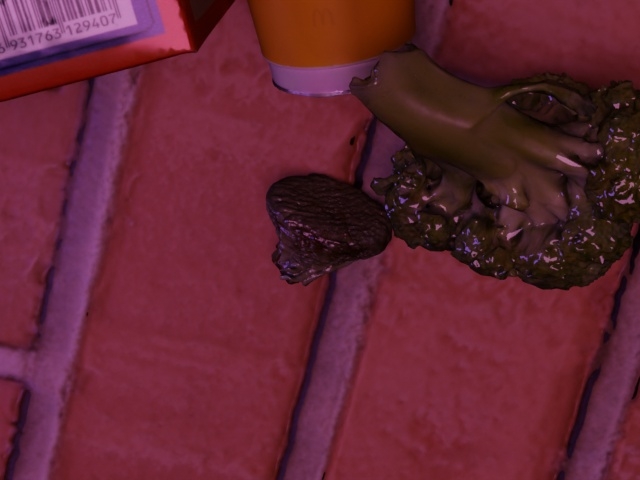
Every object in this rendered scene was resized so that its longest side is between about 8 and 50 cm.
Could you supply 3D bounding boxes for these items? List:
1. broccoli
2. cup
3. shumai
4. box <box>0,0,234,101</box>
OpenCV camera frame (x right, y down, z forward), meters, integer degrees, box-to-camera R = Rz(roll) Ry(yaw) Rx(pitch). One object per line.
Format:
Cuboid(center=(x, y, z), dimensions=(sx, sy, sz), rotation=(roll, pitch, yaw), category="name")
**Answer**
Cuboid(center=(0.159, -0.082, 1.636), dimensions=(0.302, 0.186, 0.254), rotation=(27, 147, -4), category="broccoli")
Cuboid(center=(-0.001, -0.276, 1.582), dimensions=(0.196, 0.196, 0.280), rotation=(-6, 114, 6), category="cup")
Cuboid(center=(0.000, 0.001, 1.717), dimensions=(0.124, 0.099, 0.087), rotation=(21, 124, 0), category="shumai")
Cuboid(center=(-0.276, -0.262, 1.533), dimensions=(0.348, 0.318, 0.257), rotation=(-13, 106, 10), category="box")
